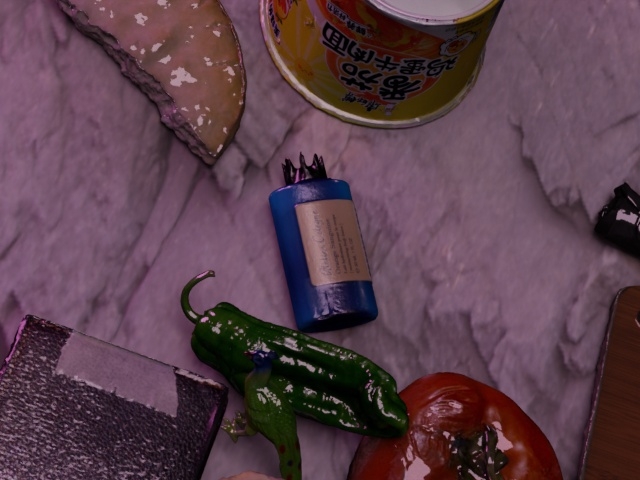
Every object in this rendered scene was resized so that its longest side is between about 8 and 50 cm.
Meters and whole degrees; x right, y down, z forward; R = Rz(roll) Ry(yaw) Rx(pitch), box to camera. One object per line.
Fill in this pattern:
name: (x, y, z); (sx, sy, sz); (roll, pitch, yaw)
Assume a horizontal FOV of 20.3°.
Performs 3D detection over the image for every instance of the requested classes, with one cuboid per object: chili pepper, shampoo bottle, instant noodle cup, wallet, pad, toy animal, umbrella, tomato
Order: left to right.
wallet: (-0.224, 0.219, 1.683); (0.221, 0.071, 0.262); (19, 63, -1)
toy animal: (-0.051, 0.197, 1.713); (0.041, 0.075, 0.217); (-40, 124, -50)
chili pepper: (-0.027, 0.123, 1.732); (0.257, 0.100, 0.074); (21, 47, 12)
shampoo bottle: (0.000, 0.000, 1.824); (0.087, 0.050, 0.183); (-8, 72, -14)
instant noodle cup: (0.079, -0.271, 1.867); (0.264, 0.200, 0.264); (4, 70, -12)
tomato: (0.139, 0.232, 1.746); (0.228, 0.101, 0.228); (6, 65, -13)
umbrella: (0.405, 0.024, 1.915); (0.235, 0.059, 0.066); (33, 89, -2)
pad: (0.414, 0.205, 1.859); (0.286, 0.018, 0.284); (20, 61, -7)

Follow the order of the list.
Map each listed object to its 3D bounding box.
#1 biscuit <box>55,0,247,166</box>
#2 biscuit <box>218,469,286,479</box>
biscuit: (-0.163, -0.222, 1.874); (0.141, 0.038, 0.290); (-40, 83, -24)
biscuit: (0.063, 0.427, 1.605); (0.429, 0.104, 0.446); (18, 80, -7)
